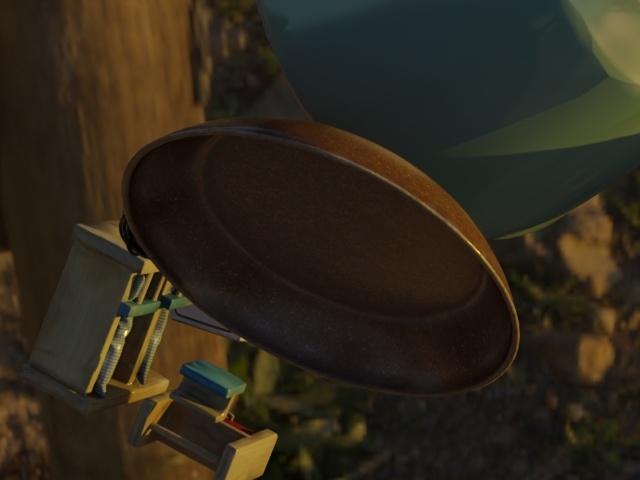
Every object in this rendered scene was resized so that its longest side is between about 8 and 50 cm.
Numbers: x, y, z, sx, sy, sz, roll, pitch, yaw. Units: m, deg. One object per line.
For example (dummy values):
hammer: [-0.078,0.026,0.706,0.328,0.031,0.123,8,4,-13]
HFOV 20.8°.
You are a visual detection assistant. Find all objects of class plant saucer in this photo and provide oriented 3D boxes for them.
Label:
plant saucer: [0.004,0.002,0.811,0.198,0.199,0.036,15,59,19]

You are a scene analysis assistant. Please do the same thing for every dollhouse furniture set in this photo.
dollhouse furniture set: [-0.101,0.081,1.317,0.183,0.129,0.129,27,14,19]

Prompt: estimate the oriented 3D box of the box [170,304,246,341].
box: [0.000,0.000,1.617,0.087,0.169,0.290,16,10,37]

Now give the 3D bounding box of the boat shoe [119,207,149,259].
boat shoe: [-0.102,-0.009,1.089,0.040,0.049,0.142,-33,10,-24]

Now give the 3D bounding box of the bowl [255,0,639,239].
bowl: [0.125,-0.163,0.880,0.163,0.311,0.311,-11,28,46]
